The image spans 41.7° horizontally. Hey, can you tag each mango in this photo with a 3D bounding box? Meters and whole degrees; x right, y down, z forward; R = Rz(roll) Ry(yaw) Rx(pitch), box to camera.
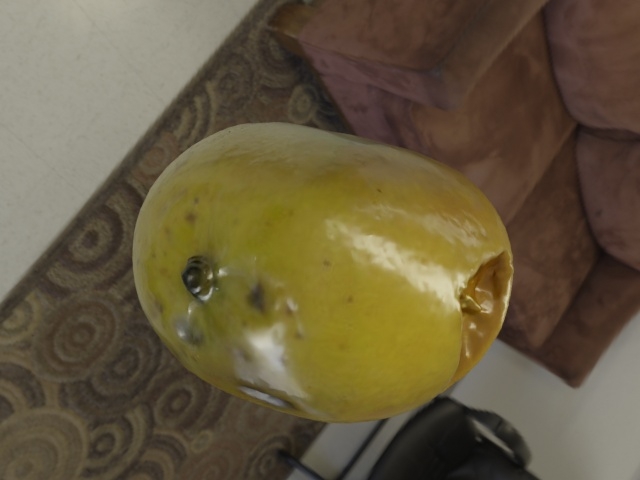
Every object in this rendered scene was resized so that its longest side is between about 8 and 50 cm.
[{"bbox_3d":[0.000,0.000,0.618,0.365,0.253,0.182,-90,-169,-74],"label":"mango"}]
